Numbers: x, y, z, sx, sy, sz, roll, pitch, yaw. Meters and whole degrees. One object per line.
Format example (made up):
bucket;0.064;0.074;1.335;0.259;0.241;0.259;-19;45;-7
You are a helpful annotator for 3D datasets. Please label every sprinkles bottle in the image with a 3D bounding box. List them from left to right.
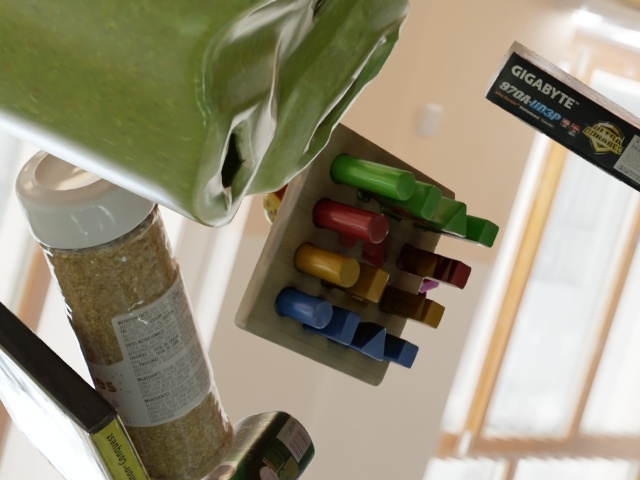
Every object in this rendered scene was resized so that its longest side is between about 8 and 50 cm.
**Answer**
sprinkles bottle;-0.176;0.072;1.559;0.121;0.355;0.121;-10;-144;7

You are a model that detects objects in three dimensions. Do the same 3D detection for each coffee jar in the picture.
coffee jar;-0.083;0.265;1.748;0.096;0.079;0.184;-17;-156;37

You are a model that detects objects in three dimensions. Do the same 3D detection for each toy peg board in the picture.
toy peg board;0.043;0.018;1.192;0.079;0.160;0.161;17;173;43

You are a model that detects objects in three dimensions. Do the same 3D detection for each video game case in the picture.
video game case;-0.245;0.172;1.574;0.275;0.035;0.248;36;155;38

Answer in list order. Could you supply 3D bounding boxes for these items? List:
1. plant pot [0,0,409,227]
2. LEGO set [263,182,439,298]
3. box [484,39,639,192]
plant pot;-0.091;-0.144;0.586;0.254;0.276;0.276;32;-170;11
LEGO set;0.000;0.000;1.490;0.087;0.093;0.227;-17;-128;-29
box;0.236;-0.112;1.513;0.175;0.051;0.220;32;-169;1
